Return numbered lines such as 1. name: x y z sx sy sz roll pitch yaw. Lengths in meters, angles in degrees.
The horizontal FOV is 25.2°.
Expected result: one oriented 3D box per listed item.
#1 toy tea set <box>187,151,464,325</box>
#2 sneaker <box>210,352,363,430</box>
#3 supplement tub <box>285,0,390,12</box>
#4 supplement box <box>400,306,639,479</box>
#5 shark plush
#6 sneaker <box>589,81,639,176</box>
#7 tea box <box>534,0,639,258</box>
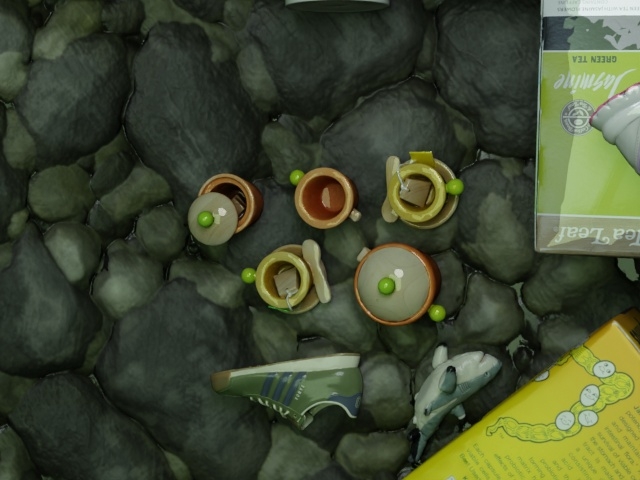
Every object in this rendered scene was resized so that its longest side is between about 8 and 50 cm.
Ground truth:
1. toy tea set: 0.000 0.000 1.678 0.336 0.124 0.200 -2 92 18
2. sneaker: -0.039 0.189 1.730 0.192 0.064 0.086 -10 84 15
3. supplement tub: 0.019 -0.369 1.647 0.144 0.144 0.199 0 93 18
4. supplement box: 0.253 0.258 1.569 0.356 0.194 0.195 -39 80 15
5. shark plush: 0.148 0.198 1.678 0.067 0.073 0.161 24 96 -15
6. sneaker: 0.385 -0.134 1.334 0.252 0.103 0.111 -31 87 23
7. tea box: 0.405 -0.140 1.489 0.329 0.220 0.323 3 92 18
